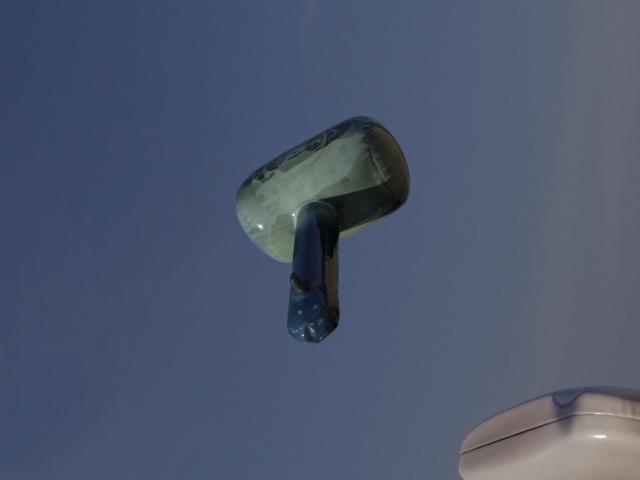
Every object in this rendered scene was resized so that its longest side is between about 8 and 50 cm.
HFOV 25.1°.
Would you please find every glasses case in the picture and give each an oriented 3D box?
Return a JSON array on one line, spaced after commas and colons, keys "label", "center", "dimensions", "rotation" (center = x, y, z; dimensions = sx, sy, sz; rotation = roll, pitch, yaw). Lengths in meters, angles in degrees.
[{"label": "glasses case", "center": [0.201, 0.167, 1.138], "dimensions": [0.297, 0.113, 0.075], "rotation": [138, 146, -69]}]

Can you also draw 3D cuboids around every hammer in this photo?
[{"label": "hammer", "center": [0.000, 0.000, 0.882], "dimensions": [0.069, 0.116, 0.194], "rotation": [55, -161, -25]}]
